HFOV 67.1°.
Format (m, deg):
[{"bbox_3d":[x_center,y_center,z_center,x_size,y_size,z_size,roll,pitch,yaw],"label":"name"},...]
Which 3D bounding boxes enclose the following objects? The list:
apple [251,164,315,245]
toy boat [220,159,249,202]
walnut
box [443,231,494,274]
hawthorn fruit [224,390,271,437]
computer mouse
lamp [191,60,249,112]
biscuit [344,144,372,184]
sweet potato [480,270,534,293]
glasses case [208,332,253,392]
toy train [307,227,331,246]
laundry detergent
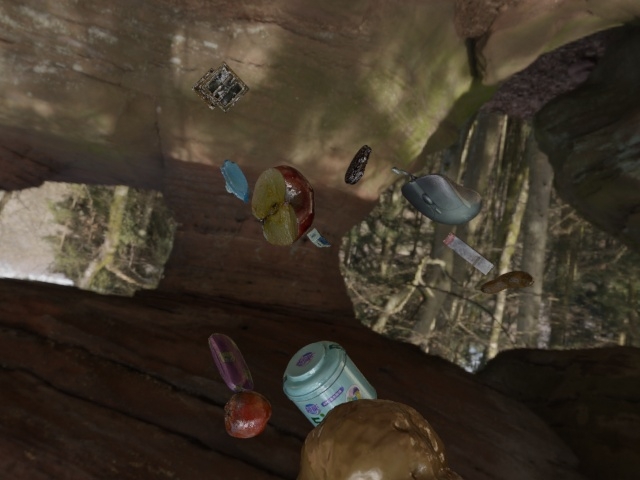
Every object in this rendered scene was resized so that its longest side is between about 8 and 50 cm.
[{"bbox_3d":[-0.179,-0.153,2.237,0.295,0.328,0.365,25,146,-21],"label":"apple"},{"bbox_3d":[-0.398,-0.270,2.261,0.088,0.215,0.102,-28,172,-27],"label":"toy boat"},{"bbox_3d":[0.125,0.510,1.007,0.384,0.383,0.383,9,170,2],"label":"walnut"},{"bbox_3d":[0.609,0.052,1.989,0.218,0.055,0.039,38,-165,12],"label":"box"},{"bbox_3d":[-0.265,0.637,1.768,0.173,0.172,0.173,9,170,2],"label":"hawthorn fruit"},{"bbox_3d":[0.354,-0.126,1.489,0.379,0.090,0.167,23,146,-30],"label":"computer mouse"},{"bbox_3d":[-0.274,-0.405,1.287,0.090,0.089,0.325,45,179,-23],"label":"lamp"},{"bbox_3d":[0.081,-0.160,1.032,0.027,0.089,0.087,28,-154,-13],"label":"biscuit"},{"bbox_3d":[0.550,0.122,1.422,0.053,0.053,0.182,-6,168,-35],"label":"sweet potato"},{"bbox_3d":[-0.369,0.498,1.975,0.123,0.075,0.316,26,-163,-44],"label":"glasses case"},{"bbox_3d":[0.000,0.000,2.192,0.051,0.052,0.234,-37,163,4],"label":"toy train"},{"bbox_3d":[0.024,0.574,1.911,0.287,0.287,0.305,-4,127,55],"label":"laundry detergent"}]
